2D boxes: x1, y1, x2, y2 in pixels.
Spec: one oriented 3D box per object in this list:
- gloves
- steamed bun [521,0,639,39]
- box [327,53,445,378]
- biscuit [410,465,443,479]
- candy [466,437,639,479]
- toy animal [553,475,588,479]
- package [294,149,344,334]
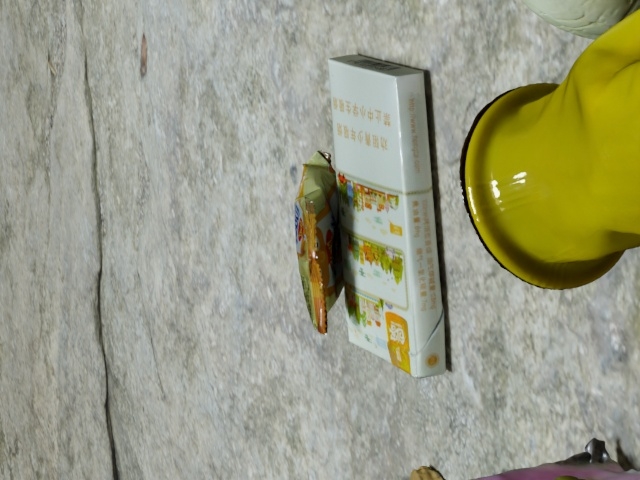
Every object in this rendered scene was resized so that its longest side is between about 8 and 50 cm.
[{"bbox_3d":[0.196,-0.050,1.008,0.133,0.116,0.294,41,156,-15],"label":"gloves"},{"bbox_3d":[0.142,-0.167,1.076,0.112,0.091,0.130,65,153,27],"label":"steamed bun"},{"bbox_3d":[0.048,-0.020,1.450,0.122,0.032,0.220,-156,58,-63],"label":"box"},{"bbox_3d":[0.072,0.282,1.539,0.162,0.035,0.250,-126,31,-54],"label":"biscuit"},{"bbox_3d":[0.146,0.266,1.183,0.116,0.155,0.265,20,119,61],"label":"candy"},{"bbox_3d":[0.126,0.240,0.990,0.181,0.363,0.180,53,132,41],"label":"toy animal"},{"bbox_3d":[0.000,-0.001,1.512,0.121,0.031,0.108,-76,-20,-66],"label":"package"}]
